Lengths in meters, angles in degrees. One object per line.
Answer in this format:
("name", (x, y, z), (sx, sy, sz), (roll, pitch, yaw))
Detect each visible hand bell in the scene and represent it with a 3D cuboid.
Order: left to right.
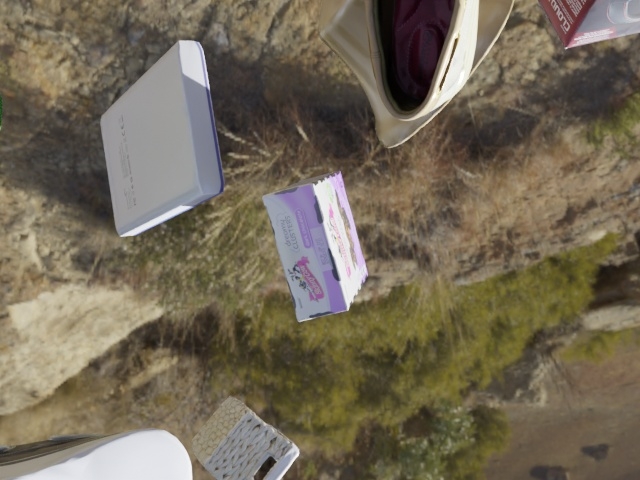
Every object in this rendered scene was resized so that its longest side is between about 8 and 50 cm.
("hand bell", (-0.014, -0.179, 0.426), (0.242, 0.126, 0.126), (35, 134, -12))

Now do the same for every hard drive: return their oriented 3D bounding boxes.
("hard drive", (-0.249, -0.137, 1.043), (0.040, 0.210, 0.319), (-6, 174, -36))

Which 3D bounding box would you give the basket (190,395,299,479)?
("basket", (-0.121, 0.315, 1.052), (0.103, 0.113, 0.167), (43, 165, -10))

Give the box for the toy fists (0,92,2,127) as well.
("toy fists", (-0.417, -0.132, 0.725), (0.142, 0.279, 0.096), (17, 116, -23))

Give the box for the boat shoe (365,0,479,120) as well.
("boat shoe", (0.041, -0.111, 0.275), (0.050, 0.045, 0.135), (9, 129, 25))

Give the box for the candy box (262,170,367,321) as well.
("candy box", (0.000, 0.000, 0.931), (0.070, 0.164, 0.196), (-14, -173, 13))

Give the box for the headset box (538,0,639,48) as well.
("headset box", (0.412, -0.365, 0.836), (0.218, 0.110, 0.293), (-14, 158, -12))

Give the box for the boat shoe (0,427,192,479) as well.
("boat shoe", (-0.241, 0.194, 0.479), (0.301, 0.108, 0.102), (-8, 176, -45))
